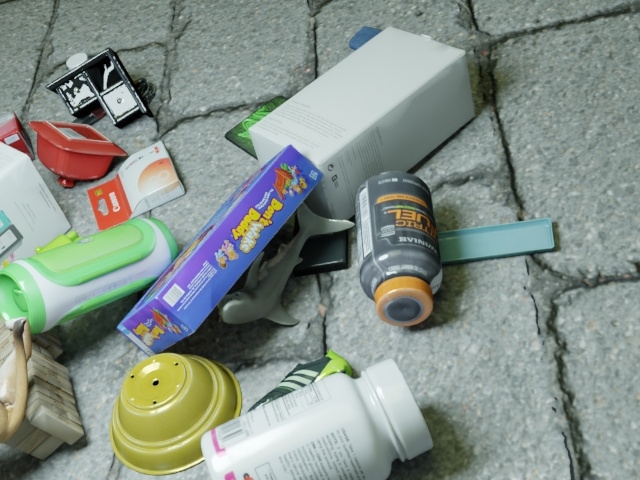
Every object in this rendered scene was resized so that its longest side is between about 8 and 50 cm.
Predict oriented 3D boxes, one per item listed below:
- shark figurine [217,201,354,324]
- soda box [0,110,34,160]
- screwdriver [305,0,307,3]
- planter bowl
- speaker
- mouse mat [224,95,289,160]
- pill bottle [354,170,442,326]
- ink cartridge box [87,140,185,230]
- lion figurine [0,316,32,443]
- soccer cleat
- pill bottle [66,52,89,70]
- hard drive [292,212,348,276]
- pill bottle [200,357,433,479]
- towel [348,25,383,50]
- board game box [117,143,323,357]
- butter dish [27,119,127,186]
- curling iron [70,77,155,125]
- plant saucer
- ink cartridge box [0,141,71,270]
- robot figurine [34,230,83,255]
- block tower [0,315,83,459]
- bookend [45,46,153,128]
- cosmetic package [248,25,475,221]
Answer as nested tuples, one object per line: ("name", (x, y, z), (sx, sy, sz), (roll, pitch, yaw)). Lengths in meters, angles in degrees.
("shark figurine", (-0.063, 0.074, 1.663), (0.116, 0.166, 0.278), (37, 57, 8))
("soda box", (-0.742, -0.169, 2.156), (0.263, 0.083, 0.092), (-25, 44, -5))
("screwdriver", (-0.026, -0.593, 2.354), (0.024, 0.025, 0.170), (-6, 54, 14))
("planter bowl", (-0.237, 0.239, 1.562), (0.217, 0.090, 0.217), (-11, 45, 11))
("speaker", (-0.382, 0.054, 1.697), (0.131, 0.131, 0.296), (24, 33, 36))
("mouse mat", (-0.083, -0.212, 2.006), (0.152, 0.007, 0.189), (-39, 46, -18))
("pill bottle", (0.123, 0.016, 1.616), (0.130, 0.130, 0.246), (-12, 45, 9))
("ink cartridge box", (-0.364, -0.108, 1.983), (0.179, 0.045, 0.145), (-23, 43, -6))
("lion figurine", (-0.562, 0.262, 1.531), (0.392, 0.142, 0.240), (-17, 83, 28))
("soccer cleat", (-0.037, 0.225, 1.530), (0.178, 0.060, 0.072), (-28, 34, -16))
("pill bottle", (-0.501, -0.343, 2.210), (0.065, 0.116, 0.065), (-11, 44, 11))
("hard drive", (0.000, 0.000, 1.754), (0.094, 0.022, 0.135), (-9, 45, 12))
("pill bottle", (-0.003, 0.277, 1.385), (0.283, 0.160, 0.160), (-24, 44, -3))
("towel", (0.119, -0.400, 2.096), (0.119, 0.029, 0.067), (26, 60, 37))
("board game box", (-0.164, 0.018, 1.663), (0.347, 0.078, 0.233), (-52, 10, -28))
("butter dish", (-0.493, -0.163, 2.042), (0.159, 0.118, 0.160), (2, 24, -46))
("curling iron", (-0.472, -0.268, 2.184), (0.274, 0.035, 0.068), (-31, 44, -11))
("plant saucer", (0.277, 0.004, 1.651), (0.192, 0.018, 0.067), (-7, 45, 13))
("ink cartridge box", (-0.655, -0.032, 1.905), (0.198, 0.197, 0.270), (24, 59, 36))
("robot figurine", (-0.478, 0.035, 1.868), (0.115, 0.067, 0.101), (-42, 56, -20))
("block tower", (-0.477, 0.204, 1.669), (0.097, 0.091, 0.335), (-42, 42, 9))
("bookend", (-0.457, -0.290, 2.126), (0.157, 0.072, 0.156), (-30, 89, 1))
("cosmetic package", (0.080, -0.211, 1.820), (0.365, 0.155, 0.197), (-37, 44, -23))
